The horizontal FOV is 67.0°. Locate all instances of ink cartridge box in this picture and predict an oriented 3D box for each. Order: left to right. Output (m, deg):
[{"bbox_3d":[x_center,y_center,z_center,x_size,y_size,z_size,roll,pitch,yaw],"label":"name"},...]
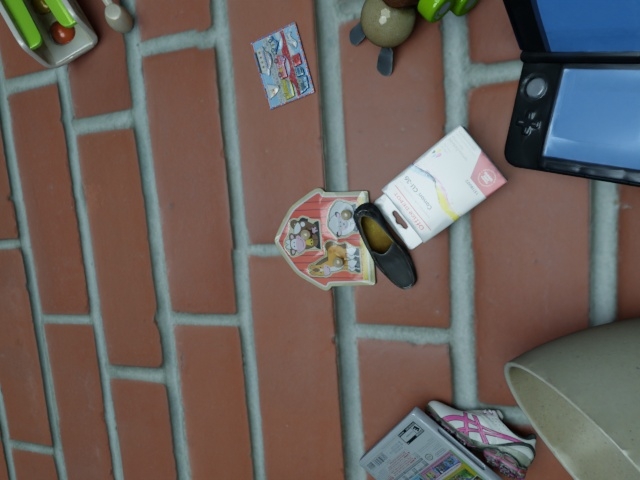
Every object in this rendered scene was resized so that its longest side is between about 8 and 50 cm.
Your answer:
[{"bbox_3d":[0.184,-0.077,0.785,0.198,0.067,0.115,-40,84,23],"label":"ink cartridge box"}]

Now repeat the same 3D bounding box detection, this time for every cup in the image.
[{"bbox_3d":[0.447,0.231,0.625,0.237,0.331,0.331,-34,85,-3],"label":"cup"}]

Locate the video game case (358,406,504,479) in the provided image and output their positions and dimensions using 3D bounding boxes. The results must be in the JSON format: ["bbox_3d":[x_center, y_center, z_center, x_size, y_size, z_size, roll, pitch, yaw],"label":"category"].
[{"bbox_3d":[0.190,0.413,0.857,0.193,0.023,0.212,39,129,12],"label":"video game case"}]

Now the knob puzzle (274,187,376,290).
[{"bbox_3d":[0.000,0.000,0.893,0.213,0.030,0.213,4,101,21],"label":"knob puzzle"}]

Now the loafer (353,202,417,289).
[{"bbox_3d":[0.108,0.017,0.827,0.062,0.061,0.170,-34,97,17],"label":"loafer"}]

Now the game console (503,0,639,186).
[{"bbox_3d":[0.352,-0.198,0.588,0.293,0.173,0.250,21,109,44],"label":"game console"}]

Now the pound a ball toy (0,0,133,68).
[{"bbox_3d":[-0.537,-0.505,0.988,0.208,0.136,0.319,-32,86,-2],"label":"pound a ball toy"}]

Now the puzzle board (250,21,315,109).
[{"bbox_3d":[-0.070,-0.315,0.878,0.096,0.011,0.128,-15,93,23],"label":"puzzle board"}]

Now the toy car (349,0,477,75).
[{"bbox_3d":[0.120,-0.357,0.754,0.155,0.149,0.188,51,141,11],"label":"toy car"}]

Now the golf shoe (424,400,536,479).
[{"bbox_3d":[0.271,0.322,0.829,0.186,0.067,0.086,26,67,27],"label":"golf shoe"}]
